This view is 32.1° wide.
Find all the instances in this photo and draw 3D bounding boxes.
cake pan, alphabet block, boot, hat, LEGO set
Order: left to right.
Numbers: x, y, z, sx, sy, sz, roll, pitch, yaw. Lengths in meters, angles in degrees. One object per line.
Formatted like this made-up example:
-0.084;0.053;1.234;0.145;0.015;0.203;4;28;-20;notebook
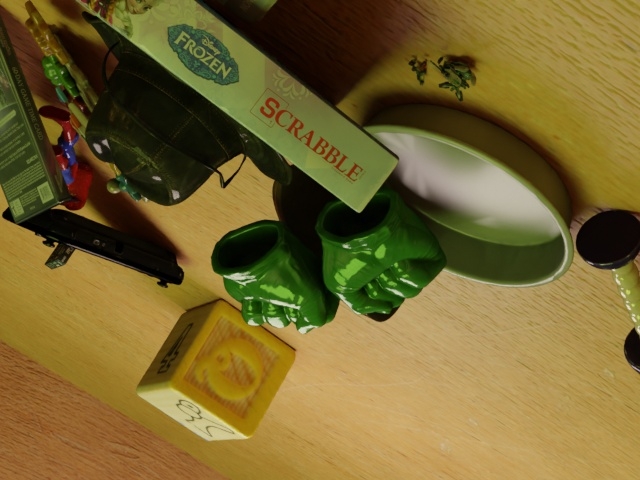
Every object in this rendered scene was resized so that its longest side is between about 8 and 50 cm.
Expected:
-0.185;-0.120;1.277;0.331;0.134;0.331;36;176;3;hat
-0.196;0.247;2.068;0.192;0.193;0.197;36;156;-18;alphabet block
0.000;0.000;1.466;0.115;0.112;0.305;25;161;41;boot
0.125;-0.165;1.086;0.083;0.023;0.054;31;158;31;LEGO set
0.151;-0.050;1.241;0.293;0.054;0.293;24;156;11;cake pan

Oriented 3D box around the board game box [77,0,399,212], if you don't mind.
-0.096;-0.176;1.069;0.319;0.066;0.318;36;-174;-18;board game box

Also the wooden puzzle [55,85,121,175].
-0.289;-0.133;1.371;0.116;0.014;0.078;49;164;8;wooden puzzle

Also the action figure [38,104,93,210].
-0.420;-0.118;1.672;0.139;0.091;0.280;11;162;3;action figure

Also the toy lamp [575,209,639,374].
0.357;0.078;1.238;0.080;0.080;0.274;9;151;39;toy lamp

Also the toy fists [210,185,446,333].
0.011;0.037;1.309;0.279;0.096;0.142;-17;137;27;toy fists

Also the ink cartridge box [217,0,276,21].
-0.082;-0.337;0.825;0.272;0.130;0.309;35;157;-13;ink cartridge box

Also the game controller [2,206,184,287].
-0.370;0.009;1.837;0.167;0.067;0.319;8;169;37;game controller

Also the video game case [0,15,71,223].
-0.430;-0.166;1.517;0.196;0.026;0.274;-14;97;58;video game case

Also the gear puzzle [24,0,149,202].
-0.312;-0.175;1.434;0.175;0.044;0.339;52;168;29;gear puzzle

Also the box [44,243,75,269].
-0.483;0.019;2.088;0.018;0.067;0.083;38;154;-21;box
